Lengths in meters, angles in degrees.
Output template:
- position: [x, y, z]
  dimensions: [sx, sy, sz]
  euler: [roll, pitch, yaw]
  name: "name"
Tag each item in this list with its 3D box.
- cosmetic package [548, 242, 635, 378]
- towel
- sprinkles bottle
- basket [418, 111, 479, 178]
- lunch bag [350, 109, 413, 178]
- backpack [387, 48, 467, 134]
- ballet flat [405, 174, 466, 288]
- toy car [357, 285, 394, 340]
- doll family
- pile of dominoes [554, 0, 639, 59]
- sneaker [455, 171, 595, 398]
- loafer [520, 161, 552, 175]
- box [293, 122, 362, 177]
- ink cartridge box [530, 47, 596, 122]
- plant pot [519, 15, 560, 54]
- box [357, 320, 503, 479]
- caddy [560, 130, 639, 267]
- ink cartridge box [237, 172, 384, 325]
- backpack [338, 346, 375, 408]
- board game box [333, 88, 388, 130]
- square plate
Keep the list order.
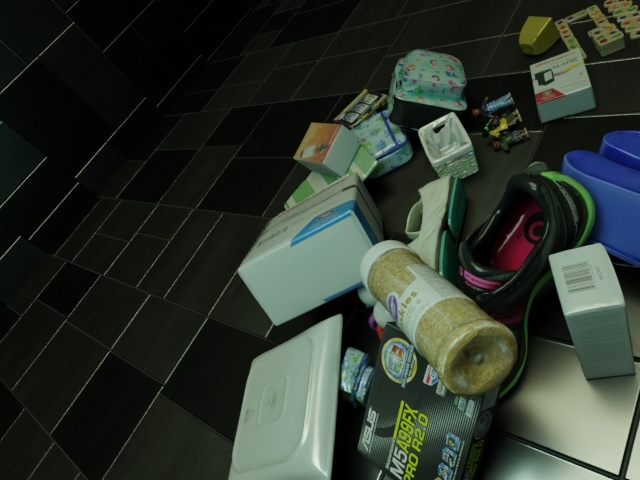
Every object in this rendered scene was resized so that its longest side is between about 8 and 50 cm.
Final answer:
- position: [0.444, 0.122, 0.777]
  dimensions: [0.086, 0.231, 0.117]
  euler: [-17, 46, 27]
  name: "cosmetic package"
- position: [0.025, -0.163, 1.464]
  dimensions: [0.324, 0.038, 0.247]
  euler: [-49, 37, 15]
  name: "towel"
- position: [0.176, 0.109, 0.806]
  dimensions: [0.121, 0.121, 0.355]
  euler: [-40, 23, 1]
  name: "sprinkles bottle"
- position: [0.349, -0.246, 1.296]
  dimensions: [0.113, 0.103, 0.167]
  euler: [-25, 42, 18]
  name: "basket"
- position: [0.188, -0.307, 1.494]
  dimensions: [0.176, 0.090, 0.218]
  euler: [-25, 43, 15]
  name: "lunch bag"
- position: [0.317, -0.452, 1.424]
  dimensions: [0.226, 0.191, 0.253]
  euler: [10, 44, 0]
  name: "backpack"
- position: [0.259, 0.001, 1.113]
  dimensions: [0.139, 0.139, 0.400]
  euler: [-12, 40, 31]
  name: "ballet flat"
- position: [0.163, 0.159, 1.060]
  dimensions: [0.182, 0.159, 0.136]
  euler: [55, 131, 50]
  name: "toy car"
- position: [0.479, -0.321, 1.291]
  dimensions: [0.112, 0.076, 0.192]
  euler: [-24, 37, 26]
  name: "doll family"
- position: [0.783, -0.606, 1.332]
  dimensions: [0.196, 0.040, 0.251]
  euler: [-19, 44, 25]
  name: "pile of dominoes"
- position: [0.302, 0.093, 0.873]
  dimensions: [0.185, 0.202, 0.482]
  euler: [32, 104, 54]
  name: "sneaker"
- position: [0.455, -0.084, 1.074]
  dimensions: [0.096, 0.084, 0.267]
  euler: [10, 61, 44]
  name: "loafer"
- position: [0.020, -0.273, 1.435]
  dimensions: [0.171, 0.091, 0.130]
  euler: [22, 84, 54]
  name: "box"
- position: [0.625, -0.404, 1.244]
  dimensions: [0.128, 0.072, 0.175]
  euler: [-14, 47, 29]
  name: "ink cartridge box"
- position: [0.638, -0.599, 1.413]
  dimensions: [0.083, 0.082, 0.081]
  euler: [-54, 40, 3]
  name: "plant pot"
- position: [0.182, 0.306, 0.841]
  dimensions: [0.216, 0.060, 0.269]
  euler: [23, 105, 46]
  name: "box"
- position: [0.601, -0.063, 0.875]
  dimensions: [0.242, 0.179, 0.341]
  euler: [-24, 36, -17]
  name: "caddy"
- position: [0.000, 0.000, 1.182]
  dimensions: [0.286, 0.166, 0.395]
  euler: [-28, 15, 15]
  name: "ink cartridge box"
- position: [0.077, 0.293, 1.017]
  dimensions: [0.084, 0.105, 0.114]
  euler: [12, 62, 18]
  name: "backpack"
- position: [0.147, -0.451, 1.689]
  dimensions: [0.170, 0.048, 0.141]
  euler: [-44, 37, -4]
  name: "board game box"
- position: [-0.088, 0.359, 1.039]
  dimensions: [0.344, 0.049, 0.347]
  euler: [-35, 35, 39]
  name: "square plate"
